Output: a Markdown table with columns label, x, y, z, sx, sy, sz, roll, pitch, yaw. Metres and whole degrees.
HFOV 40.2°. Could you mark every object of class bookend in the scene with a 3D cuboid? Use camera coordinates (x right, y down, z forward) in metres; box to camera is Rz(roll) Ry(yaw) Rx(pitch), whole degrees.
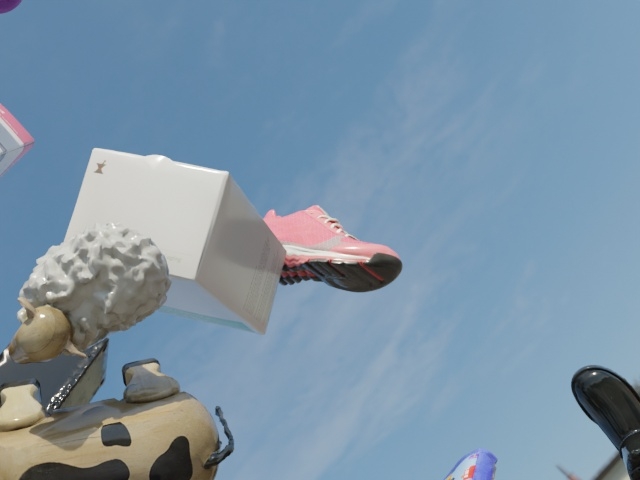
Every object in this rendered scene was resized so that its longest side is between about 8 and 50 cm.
| label | x | y | z | sx | sy | sz | roll | pitch | yaw |
| --- | --- | --- | --- | --- | --- | --- | --- | --- | --- |
| bookend | -0.308 | 0.136 | 0.822 | 0.156 | 0.157 | 0.072 | -62 | -7 | -46 |

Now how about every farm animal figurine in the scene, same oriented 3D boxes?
| label | x | y | z | sx | sy | sz | roll | pitch | yaw |
| --- | --- | --- | --- | --- | --- | --- | --- | --- | --- |
| farm animal figurine | -0.208 | 0.192 | 0.611 | 0.327 | 0.172 | 0.330 | -25 | -73 | -14 |

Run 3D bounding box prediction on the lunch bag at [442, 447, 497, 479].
| label | x | y | z | sx | sy | sz | roll | pitch | yaw |
| --- | --- | --- | --- | --- | --- | --- | --- | --- | --- |
| lunch bag | 0.181 | 0.458 | 1.293 | 0.221 | 0.138 | 0.293 | -56 | -13 | -53 |

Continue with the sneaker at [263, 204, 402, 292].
| label | x | y | z | sx | sy | sz | roll | pitch | yaw |
| --- | --- | --- | --- | --- | --- | --- | --- | --- | --- |
| sneaker | -0.001 | 0.000 | 1.468 | 0.116 | 0.314 | 0.136 | 42 | -121 | -48 |

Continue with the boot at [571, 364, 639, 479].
| label | x | y | z | sx | sy | sz | roll | pitch | yaw |
| --- | --- | --- | --- | --- | --- | --- | --- | --- | --- |
| boot | 0.245 | 0.159 | 0.685 | 0.045 | 0.121 | 0.099 | -40 | -3 | 16 |

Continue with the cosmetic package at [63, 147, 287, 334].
| label | x | y | z | sx | sy | sz | roll | pitch | yaw |
| --- | --- | --- | --- | --- | --- | --- | --- | --- | --- |
| cosmetic package | -0.190 | 0.013 | 1.257 | 0.365 | 0.197 | 0.155 | 54 | -131 | -70 |

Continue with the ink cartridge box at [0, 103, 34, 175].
| label | x | y | z | sx | sy | sz | roll | pitch | yaw |
| --- | --- | --- | --- | --- | --- | --- | --- | --- | --- |
| ink cartridge box | -0.454 | -0.069 | 0.965 | 0.207 | 0.117 | 0.283 | -43 | 11 | 3 |

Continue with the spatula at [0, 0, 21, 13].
| label | x | y | z | sx | sy | sz | roll | pitch | yaw |
| --- | --- | --- | --- | --- | --- | --- | --- | --- | --- |
| spatula | -0.479 | -0.265 | 0.961 | 0.296 | 0.030 | 0.084 | -7 | -26 | -7 |
